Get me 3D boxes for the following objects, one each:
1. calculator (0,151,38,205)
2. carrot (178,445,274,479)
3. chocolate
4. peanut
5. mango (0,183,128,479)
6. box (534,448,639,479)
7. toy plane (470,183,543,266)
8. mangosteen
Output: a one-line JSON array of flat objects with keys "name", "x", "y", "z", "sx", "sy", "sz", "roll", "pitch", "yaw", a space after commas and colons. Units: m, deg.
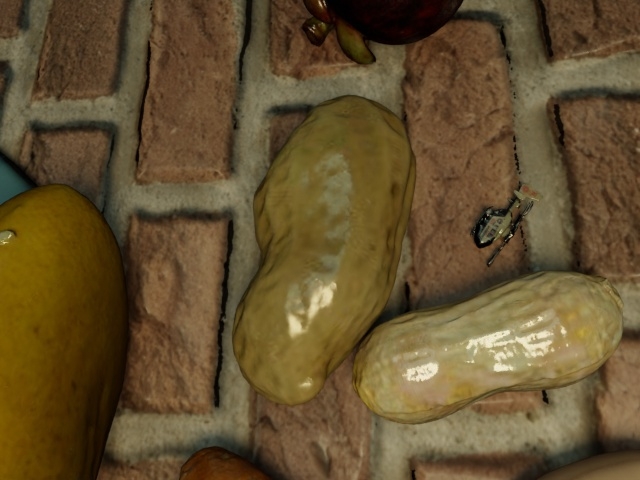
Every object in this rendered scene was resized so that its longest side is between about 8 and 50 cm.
[{"name": "calculator", "x": -0.510, "y": -0.048, "z": 0.869, "sx": 0.293, "sy": 0.051, "sz": 0.173, "roll": 38, "pitch": 81, "yaw": 21}, {"name": "carrot", "x": -0.082, "y": 0.322, "z": 0.615, "sx": 0.159, "sy": 0.159, "sz": 0.225, "roll": -42, "pitch": 58, "yaw": -7}, {"name": "chocolate", "x": 0.184, "y": 0.117, "z": 0.644, "sx": 0.310, "sy": 0.134, "sz": 0.134, "roll": -18, "pitch": 68, "yaw": 1}, {"name": "peanut", "x": 0.000, "y": 0.000, "z": 0.700, "sx": 0.193, "sy": 0.169, "sz": 0.386, "roll": 10, "pitch": 72, "yaw": 19}, {"name": "mango", "x": -0.338, "y": 0.148, "z": 0.630, "sx": 0.221, "sy": 0.301, "sz": 0.444, "roll": 3, "pitch": 75, "yaw": 12}, {"name": "box", "x": 0.290, "y": 0.292, "z": 0.583, "sx": 0.201, "sy": 0.088, "sz": 0.145, "roll": -21, "pitch": 69, "yaw": 3}, {"name": "toy plane", "x": 0.230, "y": -0.026, "z": 0.744, "sx": 0.049, "sy": 0.031, "sz": 0.120, "roll": 35, "pitch": 81, "yaw": 14}, {"name": "mangosteen", "x": 0.077, "y": -0.363, "z": 0.805, "sx": 0.266, "sy": 0.228, "sz": 0.228, "roll": -35, "pitch": 64, "yaw": 30}]
